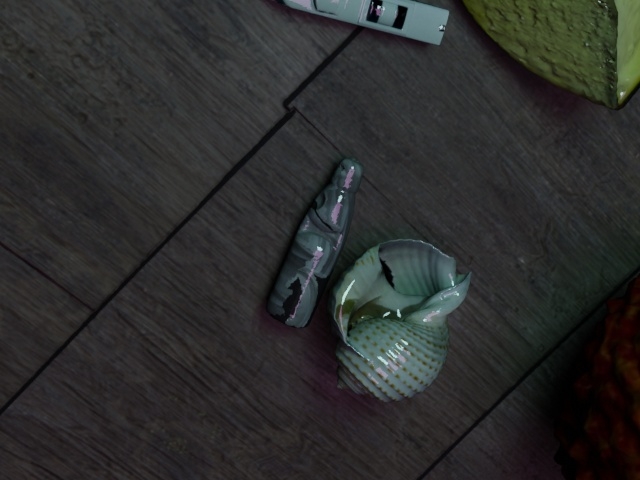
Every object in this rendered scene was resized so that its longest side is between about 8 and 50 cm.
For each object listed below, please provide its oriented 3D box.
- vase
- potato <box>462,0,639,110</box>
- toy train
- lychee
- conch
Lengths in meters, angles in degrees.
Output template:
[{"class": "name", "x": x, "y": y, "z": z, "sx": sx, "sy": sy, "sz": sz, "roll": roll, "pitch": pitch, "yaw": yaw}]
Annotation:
[{"class": "vase", "x": 0.000, "y": 0.000, "z": 1.222, "sx": 0.060, "sy": 0.060, "sz": 0.211, "roll": 19, "pitch": 104, "yaw": -20}, {"class": "potato", "x": 0.297, "y": -0.367, "z": 1.101, "sx": 0.280, "sy": 0.213, "sz": 0.330, "roll": -47, "pitch": 142, "yaw": -17}, {"class": "toy train", "x": 0.040, "y": -0.260, "z": 1.143, "sx": 0.207, "sy": 0.047, "sz": 0.043, "roll": 10, "pitch": 106, "yaw": -19}, {"class": "lychee", "x": 0.500, "y": 0.231, "z": 1.259, "sx": 0.424, "sy": 0.424, "sz": 0.500, "roll": -52, "pitch": 138, "yaw": 8}, {"class": "conch", "x": 0.085, "y": 0.098, "z": 1.246, "sx": 0.172, "sy": 0.131, "sz": 0.200, "roll": 47, "pitch": 64, "yaw": 1}]
